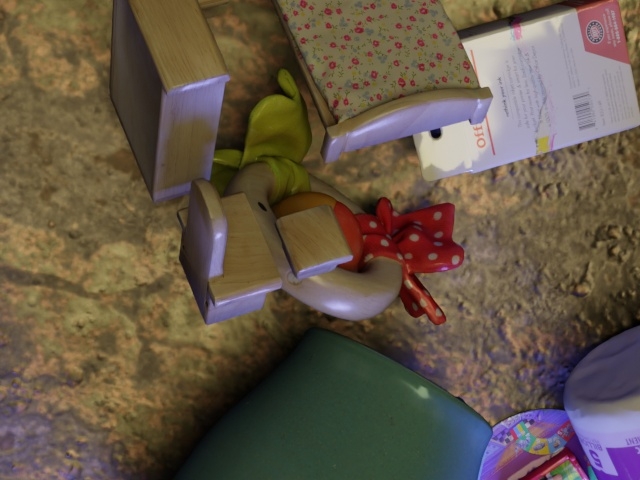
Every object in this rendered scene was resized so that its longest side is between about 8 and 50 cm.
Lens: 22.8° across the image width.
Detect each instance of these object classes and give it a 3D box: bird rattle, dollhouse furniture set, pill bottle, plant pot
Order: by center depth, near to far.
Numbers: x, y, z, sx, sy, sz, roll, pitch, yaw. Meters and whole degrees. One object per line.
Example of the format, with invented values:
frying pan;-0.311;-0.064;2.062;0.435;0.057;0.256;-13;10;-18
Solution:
dollhouse furniture set;0.034;-0.143;1.185;0.355;0.174;0.303;-17;67;-16
bird rattle;0.000;0.000;1.305;0.253;0.207;0.143;44;115;-8
plant pot;0.009;0.223;1.328;0.272;0.271;0.255;33;80;-15
pill bottle;0.348;0.230;1.422;0.169;0.169;0.301;-28;105;-3

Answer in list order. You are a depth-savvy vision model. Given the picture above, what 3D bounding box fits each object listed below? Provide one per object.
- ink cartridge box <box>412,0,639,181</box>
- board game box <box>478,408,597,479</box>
ink cartridge box;0.163;-0.131;1.364;0.198;0.067;0.115;-15;104;-8
board game box;0.210;0.242;1.471;0.133;0.033;0.168;10;101;-12
